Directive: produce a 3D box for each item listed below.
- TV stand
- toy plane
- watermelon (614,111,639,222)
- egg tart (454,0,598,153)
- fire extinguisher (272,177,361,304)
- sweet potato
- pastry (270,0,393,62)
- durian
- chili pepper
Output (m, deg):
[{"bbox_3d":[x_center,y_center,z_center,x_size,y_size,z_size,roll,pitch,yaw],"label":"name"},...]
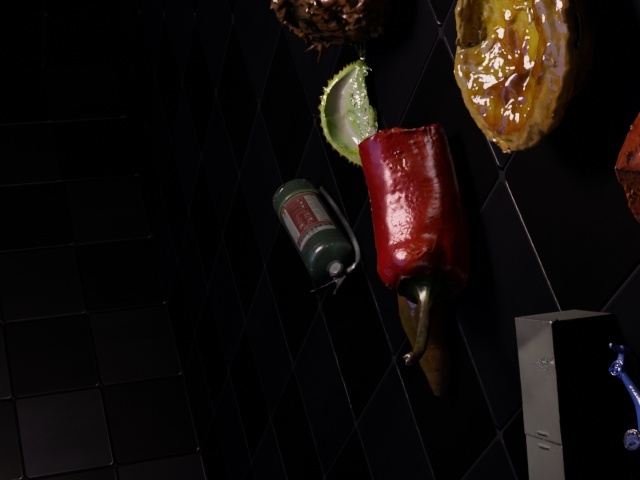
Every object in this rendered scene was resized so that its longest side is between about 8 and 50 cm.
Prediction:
[{"bbox_3d":[0.283,0.216,1.281,0.082,0.088,0.270,177,87,-71],"label":"TV stand"},{"bbox_3d":[0.340,0.180,1.178,0.062,0.054,0.167,-51,43,29],"label":"toy plane"},{"bbox_3d":[0.319,-0.078,1.087,0.125,0.094,0.135,114,150,-67],"label":"watermelon"},{"bbox_3d":[0.233,-0.218,1.272,0.241,0.105,0.241,174,90,-68],"label":"egg tart"},{"bbox_3d":[0.000,0.000,2.020,0.093,0.118,0.294,54,-177,-40],"label":"fire extinguisher"},{"bbox_3d":[0.150,0.107,1.652,0.077,0.077,0.244,179,87,-71],"label":"sweet potato"},{"bbox_3d":[0.007,-0.414,1.723,0.275,0.192,0.275,174,90,-73],"label":"pastry"},{"bbox_3d":[0.057,-0.215,1.859,0.100,0.086,0.215,-7,92,37],"label":"durian"},{"bbox_3d":[0.140,0.016,1.551,0.131,0.134,0.338,93,168,-68],"label":"chili pepper"}]
